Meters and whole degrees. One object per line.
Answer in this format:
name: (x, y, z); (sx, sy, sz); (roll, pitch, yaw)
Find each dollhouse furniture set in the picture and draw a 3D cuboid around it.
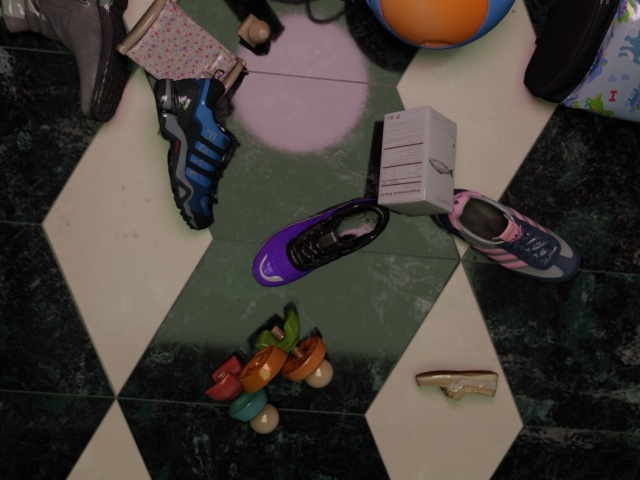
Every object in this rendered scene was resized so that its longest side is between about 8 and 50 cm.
dollhouse furniture set: (-0.245, -0.370, 1.234); (0.303, 0.174, 0.355); (36, 92, -34)

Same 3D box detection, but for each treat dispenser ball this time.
treat dispenser ball: (0.213, -0.484, 1.258); (0.288, 0.288, 0.288); (0, 94, -4)

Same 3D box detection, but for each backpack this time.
backpack: (0.613, -0.339, 1.314); (0.356, 0.273, 0.290); (8, 128, -18)

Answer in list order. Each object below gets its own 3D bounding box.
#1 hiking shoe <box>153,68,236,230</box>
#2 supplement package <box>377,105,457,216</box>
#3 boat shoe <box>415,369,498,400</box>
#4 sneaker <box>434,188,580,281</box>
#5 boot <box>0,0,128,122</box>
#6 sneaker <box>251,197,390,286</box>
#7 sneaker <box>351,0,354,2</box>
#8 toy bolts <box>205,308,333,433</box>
hiking shoe: (-0.216, -0.152, 1.306); (0.132, 0.113, 0.304); (-10, 125, -9)
supplement package: (0.183, -0.144, 1.334); (0.105, 0.105, 0.179); (-4, 76, 39)
boat shoe: (0.275, 0.293, 1.431); (0.170, 0.063, 0.059); (1, 88, -4)
sneaker: (0.373, 0.000, 1.382); (0.319, 0.131, 0.112); (24, 92, -5)
boot: (-0.480, -0.386, 1.323); (0.223, 0.118, 0.338); (2, 83, -1)
sneaker: (0.000, -0.001, 1.351); (0.293, 0.146, 0.102); (-28, 95, -2)
sneaker: (0.062, -0.496, 1.376); (0.098, 0.038, 0.069); (-13, 96, 7)
toy bolts: (-0.092, 0.281, 1.352); (0.228, 0.218, 0.158); (-38, 102, 18)
